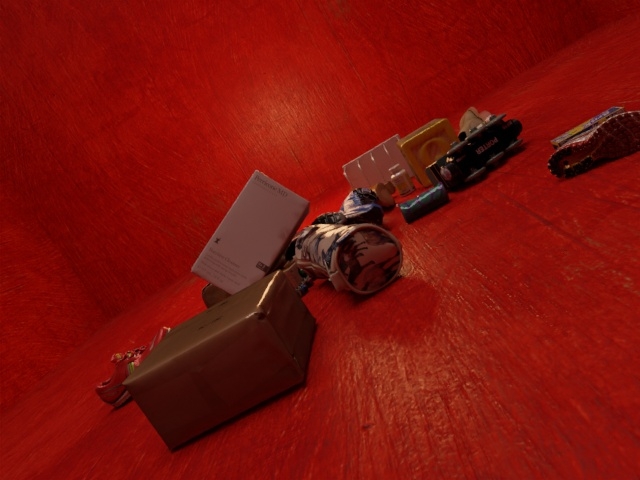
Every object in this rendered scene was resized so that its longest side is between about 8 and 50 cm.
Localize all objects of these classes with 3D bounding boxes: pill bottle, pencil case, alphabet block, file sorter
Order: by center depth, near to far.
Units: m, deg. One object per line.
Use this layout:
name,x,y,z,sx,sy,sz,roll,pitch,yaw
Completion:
pencil case,0.049,0.038,1.374,0.184,0.159,0.410,-19,7,-15
pencil case,0.311,-0.116,1.607,0.152,0.064,0.070,-28,35,15
alphabet block,0.416,-0.331,1.990,0.194,0.192,0.197,-32,9,9
pill bottle,0.307,-0.230,2.019,0.065,0.116,0.065,-30,10,6
file sorter,0.258,-0.287,2.242,0.278,0.192,0.173,-30,13,11

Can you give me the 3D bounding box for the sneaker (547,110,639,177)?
sneaker,0.610,-0.219,1.162,0.225,0.088,0.093,-24,11,37

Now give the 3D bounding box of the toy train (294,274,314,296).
toy train,-0.039,0.126,1.590,0.036,0.027,0.158,-15,15,23

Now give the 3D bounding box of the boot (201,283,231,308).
boot,-0.303,0.153,1.994,0.305,0.115,0.112,-34,8,-19

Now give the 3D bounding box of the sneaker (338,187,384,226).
sneaker,0.133,-0.114,1.801,0.330,0.130,0.147,-167,96,-75

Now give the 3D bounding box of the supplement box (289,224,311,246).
supplement box,-0.089,0.022,2.080,0.188,0.080,0.104,-33,11,-11

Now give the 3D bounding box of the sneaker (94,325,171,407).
sneaker,-0.548,0.356,1.554,0.279,0.118,0.107,-51,15,-7

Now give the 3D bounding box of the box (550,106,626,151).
box,0.663,-0.263,1.308,0.169,0.054,0.059,-29,11,12

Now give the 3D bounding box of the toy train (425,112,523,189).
toy train,0.489,-0.277,1.692,0.334,0.142,0.190,-35,1,-20

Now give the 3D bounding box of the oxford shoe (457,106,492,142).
oxford shoe,0.597,-0.438,2.126,0.147,0.140,0.397,-37,7,10

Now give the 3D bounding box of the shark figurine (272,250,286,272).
shark figurine,-0.082,0.069,1.882,0.278,0.166,0.116,-17,29,-26

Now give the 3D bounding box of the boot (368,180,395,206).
boot,0.176,-0.133,2.039,0.211,0.104,0.295,-34,4,20

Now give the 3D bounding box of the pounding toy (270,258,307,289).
pounding toy,-0.088,0.091,1.687,0.141,0.100,0.130,-25,13,36

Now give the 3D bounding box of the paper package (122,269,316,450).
paper package,-0.190,0.233,1.119,0.325,0.168,0.309,-30,9,11

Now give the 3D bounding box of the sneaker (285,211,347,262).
sneaker,0.000,0.000,1.755,0.267,0.106,0.101,-38,48,31

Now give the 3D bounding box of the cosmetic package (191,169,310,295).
cosmetic package,-0.217,-0.006,1.730,0.384,0.217,0.156,-61,-2,-7
